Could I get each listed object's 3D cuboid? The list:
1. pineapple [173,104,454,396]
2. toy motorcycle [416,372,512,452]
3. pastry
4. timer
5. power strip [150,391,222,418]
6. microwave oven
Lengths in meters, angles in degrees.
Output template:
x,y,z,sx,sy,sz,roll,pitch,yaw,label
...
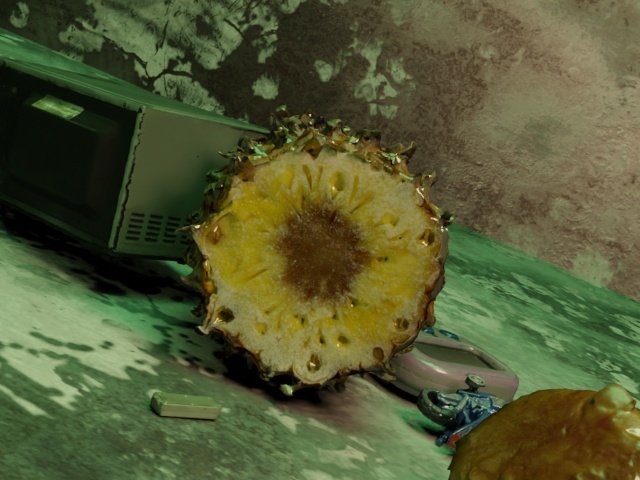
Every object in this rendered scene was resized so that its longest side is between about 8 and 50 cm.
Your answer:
x,y,z,sx,sy,sz,roll,pitch,yaw,label
-0.003,0.001,1.389,0.352,0.352,0.300,20,11,-7,pineapple
0.215,0.231,1.416,0.205,0.076,0.114,13,22,-34,toy motorcycle
0.224,0.238,1.108,0.229,0.218,0.100,4,-45,41,pastry
0.162,0.173,1.568,0.208,0.069,0.191,14,12,-36,timer
-0.138,0.172,1.171,0.083,0.017,0.027,12,16,-36,power strip
-0.287,-0.104,1.581,0.355,0.218,0.286,22,11,38,microwave oven
